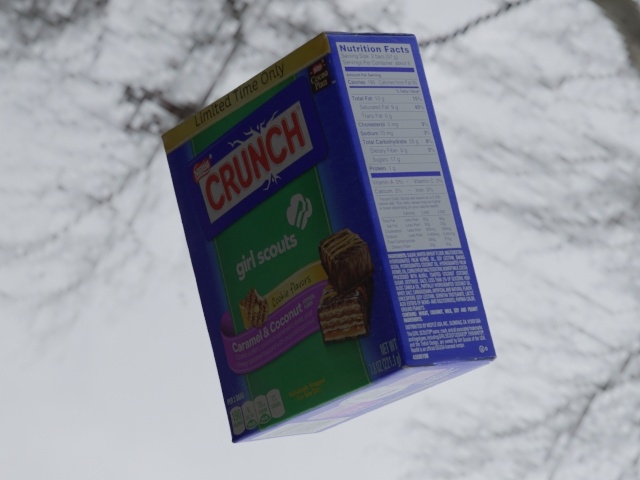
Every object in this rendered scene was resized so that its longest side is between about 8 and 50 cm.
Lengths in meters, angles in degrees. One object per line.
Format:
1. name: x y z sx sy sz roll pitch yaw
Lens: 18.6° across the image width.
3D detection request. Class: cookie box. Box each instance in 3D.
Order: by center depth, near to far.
1. cookie box: 0.000 0.000 0.617 0.092 0.040 0.107 -28 -110 47
